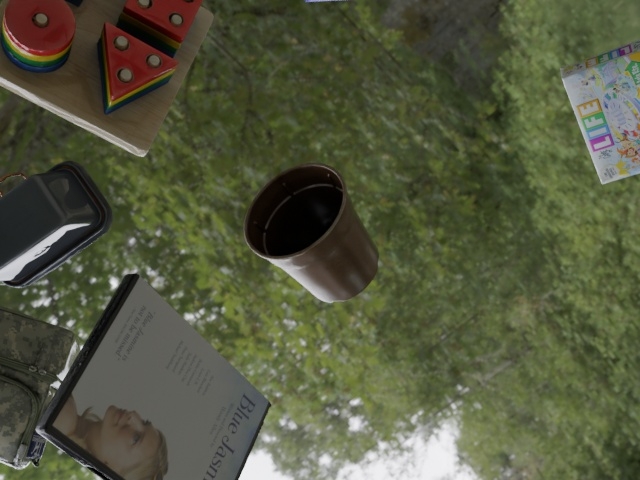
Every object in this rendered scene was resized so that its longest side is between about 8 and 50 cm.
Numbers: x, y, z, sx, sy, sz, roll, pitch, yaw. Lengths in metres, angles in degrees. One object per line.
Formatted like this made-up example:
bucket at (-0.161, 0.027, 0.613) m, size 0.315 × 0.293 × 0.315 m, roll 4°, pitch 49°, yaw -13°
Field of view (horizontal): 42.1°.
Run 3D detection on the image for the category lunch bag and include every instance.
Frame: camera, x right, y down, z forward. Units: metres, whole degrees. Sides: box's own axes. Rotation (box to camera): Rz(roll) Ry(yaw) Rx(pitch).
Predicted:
lunch bag at (-0.611, 0.251, 1.503) m, size 0.305 × 0.212 × 0.256 m, roll 20°, pitch -107°, yaw -7°

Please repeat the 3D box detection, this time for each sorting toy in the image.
sorting toy at (-0.296, -0.289, 1.130) m, size 0.257 × 0.089 × 0.256 m, roll 27°, pitch -116°, yaw -15°

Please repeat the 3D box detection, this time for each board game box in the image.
board game box at (0.345, -0.143, 0.935) m, size 0.154 × 0.103 × 0.026 m, roll 57°, pitch -151°, yaw -31°

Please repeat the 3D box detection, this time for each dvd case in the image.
dvd case at (-0.158, 0.181, 0.861) m, size 0.253 × 0.022 × 0.180 m, roll 52°, pitch -132°, yaw -36°

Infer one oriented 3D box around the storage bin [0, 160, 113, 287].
storage bin at (-0.286, -0.019, 0.800) m, size 0.098 × 0.135 × 0.091 m, roll 56°, pitch -175°, yaw 0°

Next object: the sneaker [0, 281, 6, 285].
sneaker at (-0.480, 0.028, 1.094) m, size 0.192 × 0.086 × 0.064 m, roll 26°, pitch -148°, yaw -27°

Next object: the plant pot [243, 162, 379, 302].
plant pot at (0.000, 0.000, 1.233) m, size 0.165 × 0.166 × 0.167 m, roll 49°, pitch -162°, yaw -44°
